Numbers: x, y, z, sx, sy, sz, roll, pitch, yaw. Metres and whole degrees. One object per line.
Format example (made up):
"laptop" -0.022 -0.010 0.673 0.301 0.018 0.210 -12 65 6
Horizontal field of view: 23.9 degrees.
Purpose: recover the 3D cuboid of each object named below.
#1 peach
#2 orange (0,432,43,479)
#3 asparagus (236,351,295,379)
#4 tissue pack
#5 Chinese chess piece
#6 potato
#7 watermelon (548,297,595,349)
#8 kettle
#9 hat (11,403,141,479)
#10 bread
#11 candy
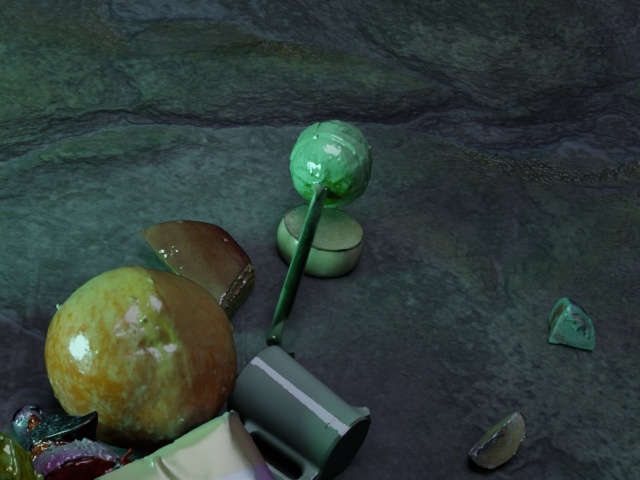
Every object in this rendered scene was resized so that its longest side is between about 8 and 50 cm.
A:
"peach" -0.189 0.139 1.690 0.232 0.233 0.232 10 35 -7
"orange" -0.407 0.262 1.405 0.301 0.223 0.300 38 55 22
"asparagus" -0.092 0.166 1.852 0.162 0.016 0.016 -22 67 -43
"tissue pack" -0.113 0.323 1.458 0.215 0.123 0.257 -24 69 -17
"Chinese chess piece" 0.000 0.000 2.094 0.122 0.051 0.122 9 33 -6
"potato" 0.214 0.250 1.841 0.093 0.036 0.037 -39 97 -30
"watermelon" 0.333 0.115 2.055 0.061 0.085 0.085 -44 59 -13
"kettle" -0.032 0.207 1.749 0.148 0.098 0.127 36 34 22
"hat" -0.278 0.228 1.614 0.129 0.140 0.227 28 9 -36
"bread" -0.142 0.032 1.977 0.119 0.067 0.192 -15 45 -36
"candy" -0.017 -0.013 1.983 0.119 0.119 0.440 17 40 2
